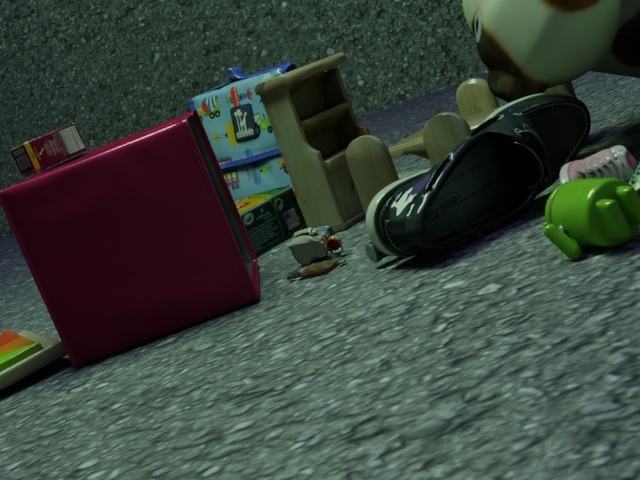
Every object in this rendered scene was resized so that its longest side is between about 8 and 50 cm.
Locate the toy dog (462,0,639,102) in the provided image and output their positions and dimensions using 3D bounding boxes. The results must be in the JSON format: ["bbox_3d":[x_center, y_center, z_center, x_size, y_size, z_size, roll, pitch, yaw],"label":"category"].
[{"bbox_3d":[0.364,-0.316,1.434,0.408,0.395,0.284,-17,-27,-40],"label":"toy dog"}]

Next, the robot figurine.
[{"bbox_3d":[0.267,-0.028,1.019,0.101,0.067,0.115,-37,15,-19],"label":"robot figurine"}]

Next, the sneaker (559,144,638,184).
[{"bbox_3d":[0.330,-0.080,1.215,0.070,0.051,0.134,-20,4,34],"label":"sneaker"}]

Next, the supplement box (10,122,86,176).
[{"bbox_3d":[-0.377,-0.126,1.439,0.083,0.043,0.055,-30,10,-36],"label":"supplement box"}]

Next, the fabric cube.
[{"bbox_3d":[-0.247,-0.012,1.424,0.258,0.254,0.259,-22,11,0],"label":"fabric cube"}]

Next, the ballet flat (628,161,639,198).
[{"bbox_3d":[0.414,-0.107,1.160,0.188,0.070,0.070,-23,10,-15],"label":"ballet flat"}]

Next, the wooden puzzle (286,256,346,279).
[{"bbox_3d":[-0.003,0.037,1.376,0.083,0.006,0.049,-14,12,33],"label":"wooden puzzle"}]

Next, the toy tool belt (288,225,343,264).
[{"bbox_3d":[0.000,0.000,1.445,0.083,0.052,0.051,-13,21,32],"label":"toy tool belt"}]

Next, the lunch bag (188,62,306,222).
[{"bbox_3d":[-0.096,-0.172,1.844,0.221,0.293,0.138,-14,12,34],"label":"lunch bag"}]

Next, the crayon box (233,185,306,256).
[{"bbox_3d":[-0.209,0.001,1.765,0.318,0.081,0.202,-13,13,39],"label":"crayon box"}]

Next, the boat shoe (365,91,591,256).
[{"bbox_3d":[0.217,-0.083,1.248,0.340,0.127,0.113,-25,13,-21],"label":"boat shoe"}]

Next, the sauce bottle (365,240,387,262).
[{"bbox_3d":[0.115,-0.008,1.292,0.128,0.042,0.042,-26,12,-21],"label":"sauce bottle"}]

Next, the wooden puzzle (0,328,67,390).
[{"bbox_3d":[-0.470,0.180,1.407,0.221,0.044,0.239,-30,13,-29],"label":"wooden puzzle"}]

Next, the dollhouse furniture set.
[{"bbox_3d":[0.136,-0.182,1.552,0.394,0.256,0.362,-12,13,38],"label":"dollhouse furniture set"}]
